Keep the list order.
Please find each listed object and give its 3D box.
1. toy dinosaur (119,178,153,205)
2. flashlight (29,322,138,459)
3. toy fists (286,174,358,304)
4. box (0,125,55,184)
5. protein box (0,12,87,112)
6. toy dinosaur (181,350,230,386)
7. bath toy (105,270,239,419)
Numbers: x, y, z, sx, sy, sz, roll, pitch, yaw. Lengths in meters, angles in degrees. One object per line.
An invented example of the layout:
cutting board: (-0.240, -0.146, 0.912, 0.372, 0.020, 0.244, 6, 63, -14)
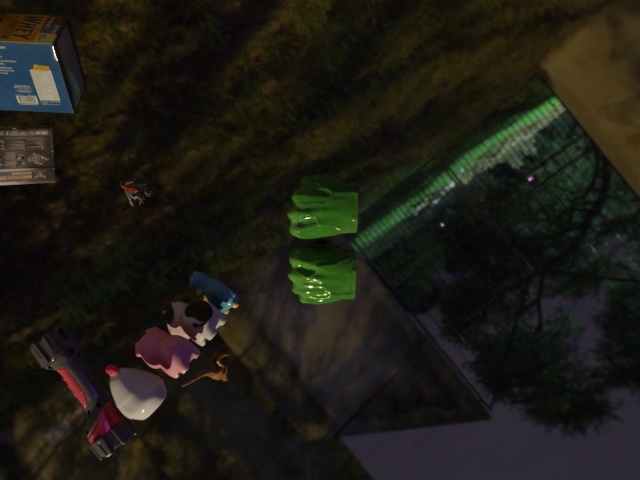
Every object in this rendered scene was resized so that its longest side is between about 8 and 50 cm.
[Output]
toy dinosaur: (-0.370, -0.106, 1.188, 0.047, 0.082, 0.090, -53, 160, -19)
flashlight: (-0.542, 0.344, 1.363, 0.103, 0.304, 0.103, -37, 180, -44)
toy fists: (0.000, 0.000, 1.254, 0.143, 0.278, 0.096, -1, -161, -6)
box: (-0.968, -0.270, 1.903, 0.231, 0.182, 0.056, -9, -160, -37)
protein box: (-0.732, -0.448, 1.529, 0.201, 0.200, 0.135, 94, -3, -47)
toy dinosaur: (-0.315, 0.388, 1.797, 0.211, 0.064, 0.112, 31, 70, -63)
bath toy: (-0.322, 0.215, 1.277, 0.151, 0.129, 0.348, -38, -167, 48)
